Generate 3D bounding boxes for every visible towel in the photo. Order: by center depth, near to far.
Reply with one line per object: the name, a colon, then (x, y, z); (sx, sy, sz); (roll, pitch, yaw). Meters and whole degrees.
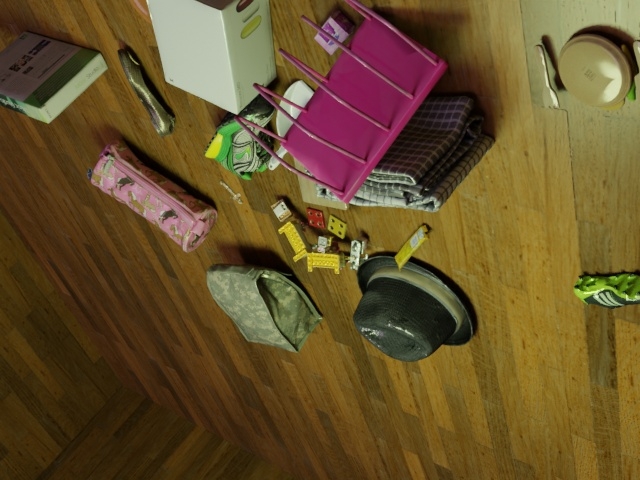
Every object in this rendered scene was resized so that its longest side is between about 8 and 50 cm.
towel: (0.141, -0.167, 1.524); (0.283, 0.235, 0.121); (10, 135, 42)

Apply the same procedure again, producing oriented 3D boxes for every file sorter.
file sorter: (0.022, -0.253, 1.389); (0.182, 0.291, 0.202); (21, -160, -52)

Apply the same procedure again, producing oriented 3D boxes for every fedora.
fedora: (0.198, 0.189, 2.012); (0.334, 0.152, 0.334); (29, 148, 20)

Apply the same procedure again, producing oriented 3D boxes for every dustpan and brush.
dustpan and brush: (-0.056, -0.225, 1.791); (0.147, 0.060, 0.211); (47, 141, 7)

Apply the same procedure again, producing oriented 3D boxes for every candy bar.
candy bar: (0.205, 0.018, 1.876); (0.161, 0.018, 0.040); (124, 138, -53)

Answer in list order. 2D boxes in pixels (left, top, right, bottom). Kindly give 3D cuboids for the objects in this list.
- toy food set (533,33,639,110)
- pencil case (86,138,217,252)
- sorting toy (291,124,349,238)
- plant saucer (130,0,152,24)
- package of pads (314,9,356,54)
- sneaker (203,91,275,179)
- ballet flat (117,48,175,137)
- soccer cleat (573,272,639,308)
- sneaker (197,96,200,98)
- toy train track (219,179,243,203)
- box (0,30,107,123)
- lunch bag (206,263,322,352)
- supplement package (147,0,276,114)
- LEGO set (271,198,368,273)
toy food set: (0.427, -0.260, 1.276); (0.192, 0.038, 0.132); (13, 134, 47)
pencil case: (-0.475, -0.127, 2.366); (0.386, 0.167, 0.160); (36, 117, 8)
sorting toy: (0.012, -0.138, 1.875); (0.132, 0.046, 0.274); (13, 126, 40)
plant saucer: (-0.360, -0.538, 1.801); (0.200, 0.037, 0.200); (29, 149, 20)
package of pads: (0.026, -0.391, 1.557); (0.050, 0.032, 0.083); (43, 150, -6)
sneaker: (-0.156, -0.244, 1.893); (0.146, 0.134, 0.343); (36, 160, -6)
ballet flat: (-0.437, -0.376, 2.095); (0.250, 0.058, 0.084); (64, 179, -26)
soccer cleat: (0.567, 0.101, 1.574); (0.072, 0.060, 0.179); (44, 158, -26)
sneaker: (-0.278, -0.376, 1.881); (0.234, 0.078, 0.106); (38, 158, 10)
toy train track: (-0.243, -0.128, 2.236); (0.083, 0.014, 0.048); (47, 150, -10)
box: (-0.752, -0.438, 2.188); (0.322, 0.232, 0.058); (21, 149, 32)
lunch bag: (-0.173, 0.166, 2.394); (0.235, 0.169, 0.287); (5, 139, 46)
supplement package: (-0.218, -0.427, 1.678); (0.204, 0.145, 0.262); (27, 148, 22)
LEGO set: (0.000, 0.000, 2.080); (0.287, 0.107, 0.132); (29, 114, 29)
